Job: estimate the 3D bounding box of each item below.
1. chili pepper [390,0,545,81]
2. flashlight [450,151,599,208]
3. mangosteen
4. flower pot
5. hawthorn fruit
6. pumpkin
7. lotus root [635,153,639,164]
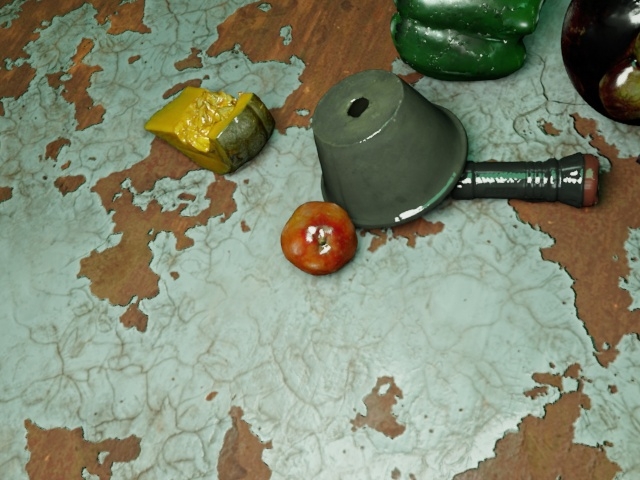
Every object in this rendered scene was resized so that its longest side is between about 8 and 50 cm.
[{"bbox_3d":[0.266,-0.420,1.160,0.257,0.233,0.248,16,69,12],"label":"chili pepper"},{"bbox_3d":[0.328,-0.096,1.050,0.232,0.093,0.093,0,61,17],"label":"flashlight"},{"bbox_3d":[0.521,-0.306,1.008,0.297,0.297,0.313,25,71,22],"label":"mangosteen"},{"bbox_3d":[0.092,-0.168,1.049,0.269,0.166,0.269,-15,53,20],"label":"flower pot"},{"bbox_3d":[0.000,0.003,1.031,0.125,0.125,0.140,-26,40,-4],"label":"hawthorn fruit"},{"bbox_3d":[-0.196,-0.203,1.196,0.248,0.126,0.131,22,74,42],"label":"pumpkin"},{"bbox_3d":[0.645,-0.066,0.970,0.167,0.078,0.329,-42,62,-15],"label":"lotus root"}]
